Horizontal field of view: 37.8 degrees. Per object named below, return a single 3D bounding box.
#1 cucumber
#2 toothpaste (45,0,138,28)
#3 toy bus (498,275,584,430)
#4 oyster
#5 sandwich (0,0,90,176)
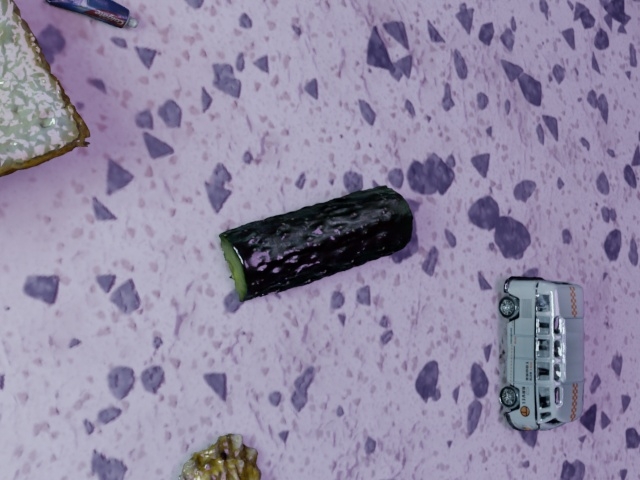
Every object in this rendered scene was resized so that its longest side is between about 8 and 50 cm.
[{"bbox_3d":[0.002,0.001,0.937,0.211,0.062,0.077,-19,100,-41],"label":"cucumber"},{"bbox_3d":[-0.195,-0.202,0.807,0.083,0.019,0.027,18,99,-38],"label":"toothpaste"},{"bbox_3d":[0.278,0.140,1.154,0.087,0.089,0.193,4,85,-41],"label":"toy bus"},{"bbox_3d":[-0.086,0.252,0.863,0.122,0.045,0.146,23,71,-23],"label":"oyster"},{"bbox_3d":[-0.326,-0.142,0.638,0.249,0.095,0.273,-32,109,-35],"label":"sandwich"}]
